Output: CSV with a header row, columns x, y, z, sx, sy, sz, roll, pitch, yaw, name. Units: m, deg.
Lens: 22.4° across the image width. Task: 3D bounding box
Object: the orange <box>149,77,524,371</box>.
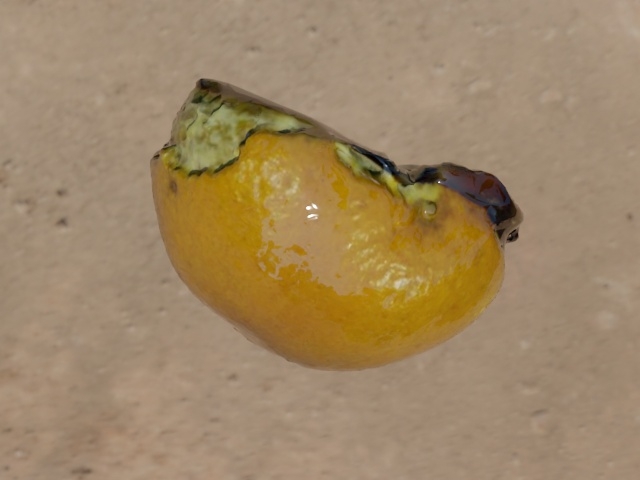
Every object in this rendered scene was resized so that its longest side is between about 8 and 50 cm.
x,y,z,sx,sy,sz,roll,pitch,yaw,name
0.000,0.000,0.707,0.170,0.160,0.112,6,82,20,orange
